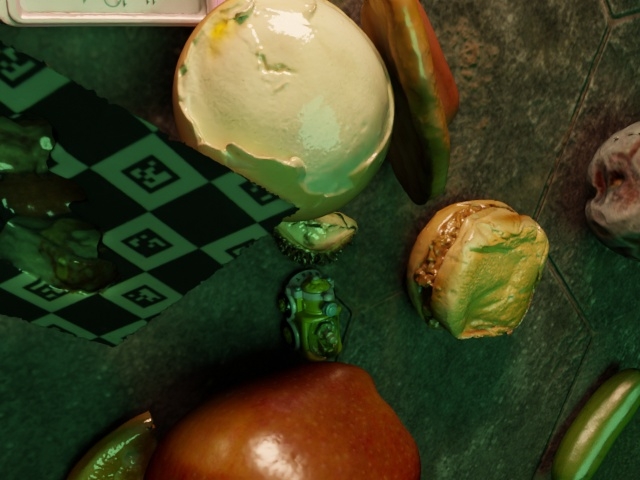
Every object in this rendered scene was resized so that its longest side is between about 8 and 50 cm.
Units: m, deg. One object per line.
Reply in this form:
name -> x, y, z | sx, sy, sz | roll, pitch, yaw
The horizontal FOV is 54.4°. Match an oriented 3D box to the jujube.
jujube -> 0.559, -0.057, 0.961 | 0.307, 0.246, 0.215 | 9, 61, -22

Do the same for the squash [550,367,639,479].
squash -> 0.540, 0.366, 1.217 | 0.082, 0.082, 0.292 | 39, 85, -36

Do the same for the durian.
durian -> -0.006, 0.000, 0.771 | 0.130, 0.052, 0.066 | 1, 70, -35

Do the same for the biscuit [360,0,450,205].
biscuit -> 0.088, -0.143, 0.637 | 0.045, 0.154, 0.299 | -24, 151, -1

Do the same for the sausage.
sausage -> 0.108, -0.207, 0.728 | 0.077, 0.077, 0.194 | -42, 124, -11

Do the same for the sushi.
sushi -> -0.243, -0.045, 0.521 | 0.339, 0.069, 0.320 | 27, 134, -35

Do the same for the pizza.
pizza -> -0.231, 0.283, 0.735 | 0.131, 0.041, 0.178 | 25, 94, -33

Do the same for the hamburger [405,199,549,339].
hamburger -> 0.221, 0.041, 0.874 | 0.213, 0.108, 0.214 | -12, 115, -26

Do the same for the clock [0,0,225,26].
clock -> -0.183, -0.262, 0.533 | 0.197, 0.063, 0.150 | -10, 115, -28

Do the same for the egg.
egg -> -0.031, -0.116, 0.593 | 0.201, 0.244, 0.201 | 0, 79, 1

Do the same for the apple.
apple -> -0.041, 0.288, 0.695 | 0.317, 0.288, 0.288 | -33, 127, -47

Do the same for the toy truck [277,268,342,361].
toy truck -> -0.005, 0.094, 0.776 | 0.076, 0.077, 0.111 | -16, 116, -26
